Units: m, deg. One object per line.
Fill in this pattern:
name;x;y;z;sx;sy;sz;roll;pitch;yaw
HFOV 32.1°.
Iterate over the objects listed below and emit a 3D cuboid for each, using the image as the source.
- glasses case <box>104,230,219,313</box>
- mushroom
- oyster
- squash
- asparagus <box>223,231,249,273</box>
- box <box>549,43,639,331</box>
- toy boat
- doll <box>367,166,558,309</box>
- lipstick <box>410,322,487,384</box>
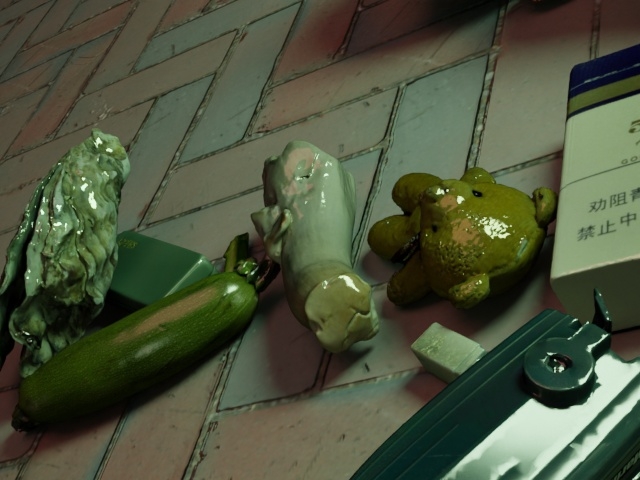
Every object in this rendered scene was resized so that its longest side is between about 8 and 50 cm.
glasses case;-0.180;0.039;1.164;0.078;0.039;0.184;-48;32;-19
mushroom;-0.001;0.001;0.989;0.096;0.099;0.278;-53;26;28
oyster;-0.273;0.023;1.157;0.198;0.112;0.268;-118;49;-71
squash;-0.175;0.107;1.039;0.318;0.080;0.071;-30;69;14
asparagus;-0.083;0.023;1.106;0.025;0.021;0.108;-25;32;20
box;0.261;-0.058;0.819;0.168;0.071;0.259;-16;35;30
toy boat;0.083;0.162;0.644;0.296;0.122;0.114;-38;48;-22
doll;0.096;-0.013;0.908;0.137;0.097;0.209;-50;27;-12
lipstick;0.116;0.096;0.794;0.030;0.030;0.129;-43;31;-13
